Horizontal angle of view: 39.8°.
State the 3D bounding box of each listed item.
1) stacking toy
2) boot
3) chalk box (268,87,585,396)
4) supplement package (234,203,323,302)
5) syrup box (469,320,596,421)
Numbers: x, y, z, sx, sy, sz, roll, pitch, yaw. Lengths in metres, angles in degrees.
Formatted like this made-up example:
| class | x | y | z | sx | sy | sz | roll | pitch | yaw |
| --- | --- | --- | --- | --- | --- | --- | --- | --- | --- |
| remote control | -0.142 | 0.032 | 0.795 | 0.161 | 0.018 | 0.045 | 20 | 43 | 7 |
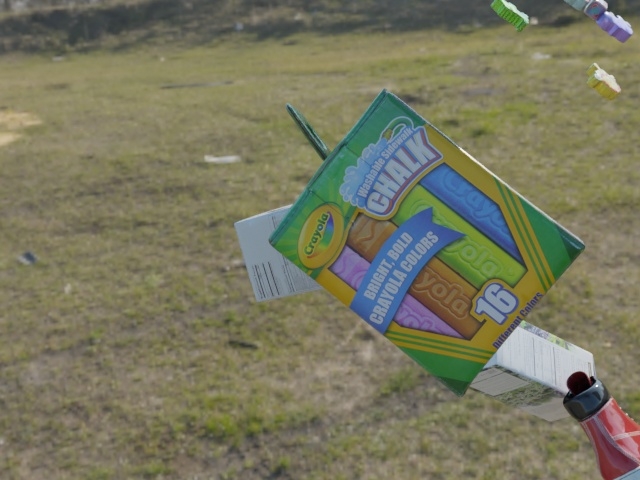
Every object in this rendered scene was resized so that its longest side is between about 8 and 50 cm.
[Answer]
| class | x | y | z | sx | sy | sz | roll | pitch | yaw |
| --- | --- | --- | --- | --- | --- | --- | --- | --- | --- |
| stacking toy | 0.368 | -0.314 | 1.201 | 0.221 | 0.167 | 0.052 | 34 | 39 | -7 |
| boot | 0.439 | 0.266 | 1.302 | 0.088 | 0.176 | 0.244 | -37 | -21 | 24 |
| chalk box | 0.072 | -0.022 | 0.850 | 0.289 | 0.179 | 0.180 | 38 | 8 | 3 |
| supplement package | 0.000 | 0.000 | 1.538 | 0.203 | 0.149 | 0.194 | -14 | 4 | 40 |
| syrup box | 0.312 | 0.194 | 1.352 | 0.236 | 0.096 | 0.093 | 24 | -36 | -31 |
